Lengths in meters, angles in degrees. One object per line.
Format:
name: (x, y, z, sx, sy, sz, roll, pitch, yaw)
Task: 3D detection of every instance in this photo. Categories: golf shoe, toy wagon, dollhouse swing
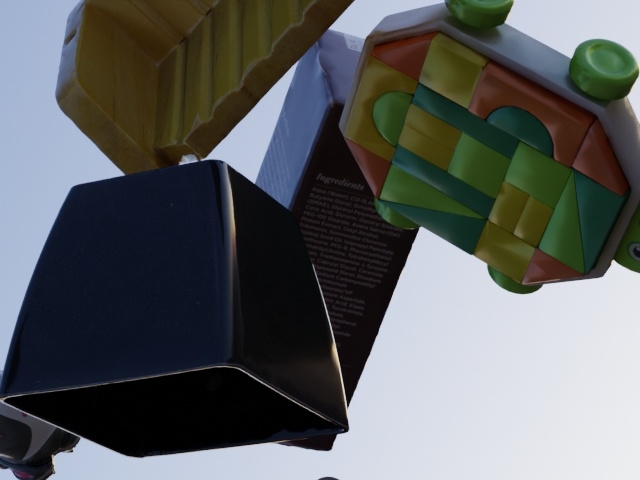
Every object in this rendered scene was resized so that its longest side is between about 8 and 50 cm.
golf shoe: (-0.360, 0.152, 1.922, 0.105, 0.273, 0.120, -59, -39, -27)
toy wagon: (0.182, -0.064, 1.631, 0.068, 0.344, 0.267, -48, -17, -41)
dollhouse swing: (-0.141, -0.297, 1.631, 0.347, 0.305, 0.315, -44, 22, 20)

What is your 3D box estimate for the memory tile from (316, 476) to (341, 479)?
memory tile: (0.051, 0.255, 1.561, 0.012, 0.148, 0.113, 41, -119, -69)

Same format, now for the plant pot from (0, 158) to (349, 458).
plant pot: (-0.100, 0.047, 1.388, 0.188, 0.167, 0.187, -11, -24, 24)

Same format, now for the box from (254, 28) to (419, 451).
box: (0.000, 0.000, 1.955, 0.143, 0.191, 0.381, 13, -63, -13)
